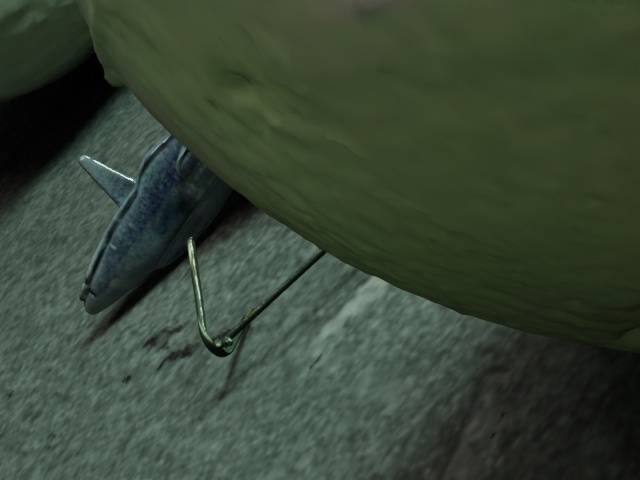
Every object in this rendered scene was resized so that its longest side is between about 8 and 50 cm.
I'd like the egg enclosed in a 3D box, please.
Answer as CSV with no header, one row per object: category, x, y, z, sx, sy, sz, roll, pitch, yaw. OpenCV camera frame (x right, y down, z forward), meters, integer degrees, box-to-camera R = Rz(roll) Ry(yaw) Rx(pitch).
egg,0.107,-0.072,0.490,0.337,0.201,0.337,-25,8,4

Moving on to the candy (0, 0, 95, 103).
candy,-0.158,-0.259,1.266,0.427,0.186,0.386,-42,32,7

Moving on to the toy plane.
toy plane,-0.043,-0.079,0.906,0.267,0.088,0.212,-45,0,11

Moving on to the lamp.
lamp,0.001,0.000,0.777,0.121,0.041,0.054,-33,35,21
